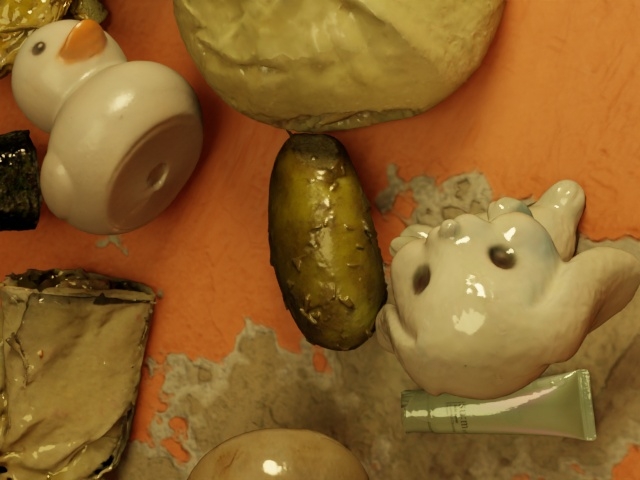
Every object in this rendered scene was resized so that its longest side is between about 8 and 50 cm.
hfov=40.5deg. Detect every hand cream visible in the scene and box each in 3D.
[{"bbox_3d":[0.189,0.182,0.940,0.204,0.050,0.078,-6,95,19],"label":"hand cream"}]

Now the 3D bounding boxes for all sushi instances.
[{"bbox_3d":[-0.412,-0.067,1.060,0.225,0.127,0.124,-172,76,-65],"label":"sushi"}]

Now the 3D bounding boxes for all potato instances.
[{"bbox_3d":[0.000,0.000,0.946,0.149,0.113,0.251,-2,105,67],"label":"potato"}]

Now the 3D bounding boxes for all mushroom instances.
[{"bbox_3d":[-0.050,0.309,0.999,0.226,0.178,0.227,0,122,0],"label":"mushroom"}]

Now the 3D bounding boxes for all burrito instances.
[{"bbox_3d":[-0.340,0.200,1.111,0.135,0.190,0.332,28,108,54],"label":"burrito"}]

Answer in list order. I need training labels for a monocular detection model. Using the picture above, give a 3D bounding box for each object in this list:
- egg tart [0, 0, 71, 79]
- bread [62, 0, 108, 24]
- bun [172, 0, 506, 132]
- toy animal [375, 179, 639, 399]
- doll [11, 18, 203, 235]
[{"bbox_3d":[-0.416,-0.325,1.042,0.294,0.116,0.295,-10,68,25],"label":"egg tart"},{"bbox_3d":[-0.322,-0.287,1.083,0.110,0.060,0.066,-7,83,26],"label":"bread"},{"bbox_3d":[0.000,-0.278,0.874,0.364,0.202,0.365,2,96,21],"label":"bun"},{"bbox_3d":[0.154,0.056,0.832,0.249,0.289,0.174,-20,91,44],"label":"toy animal"},{"bbox_3d":[-0.256,-0.134,0.988,0.221,0.221,0.251,31,141,16],"label":"doll"}]
